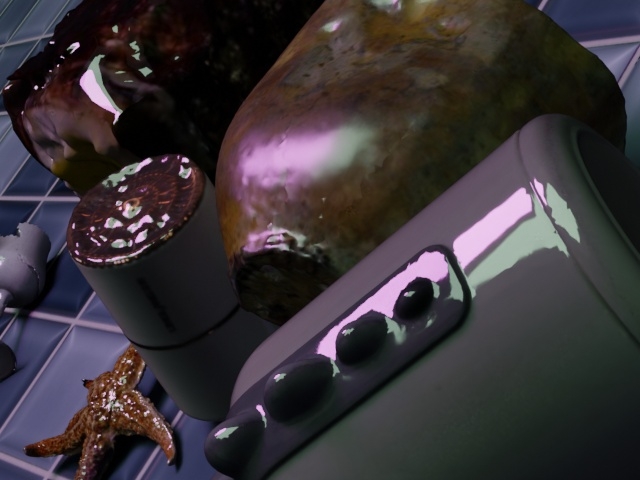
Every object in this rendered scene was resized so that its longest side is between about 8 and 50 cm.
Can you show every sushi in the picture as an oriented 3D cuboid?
[{"bbox_3d":[-0.125,-0.149,1.463,0.299,0.281,0.294,12,63,44],"label":"sushi"}]

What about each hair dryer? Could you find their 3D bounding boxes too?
[{"bbox_3d":[0.000,0.000,1.218,0.362,0.203,0.128,-20,38,12],"label":"hair dryer"}]

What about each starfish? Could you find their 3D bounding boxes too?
[{"bbox_3d":[-0.190,0.157,1.400,0.238,0.057,0.213,4,64,59],"label":"starfish"}]

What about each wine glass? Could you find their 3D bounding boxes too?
[{"bbox_3d":[-0.364,0.066,1.755,0.079,0.079,0.195,-32,32,30],"label":"wine glass"}]

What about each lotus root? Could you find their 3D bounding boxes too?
[{"bbox_3d":[0.037,-0.062,1.074,0.267,0.149,0.260,26,58,30],"label":"lotus root"}]

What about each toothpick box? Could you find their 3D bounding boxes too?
[{"bbox_3d":[0.076,0.091,0.896,0.316,0.229,0.229,-39,28,20],"label":"toothpick box"}]
